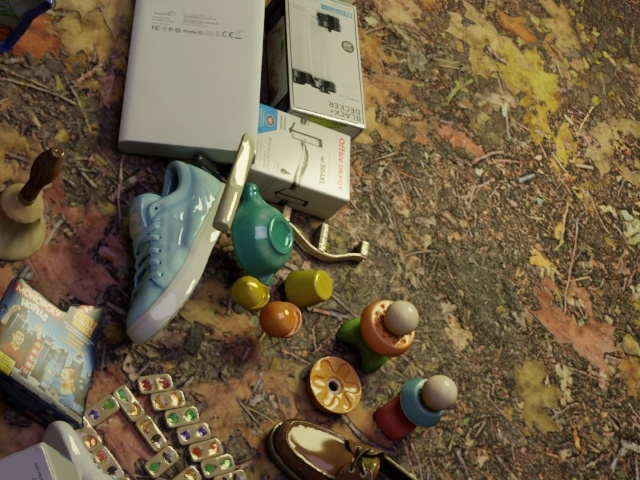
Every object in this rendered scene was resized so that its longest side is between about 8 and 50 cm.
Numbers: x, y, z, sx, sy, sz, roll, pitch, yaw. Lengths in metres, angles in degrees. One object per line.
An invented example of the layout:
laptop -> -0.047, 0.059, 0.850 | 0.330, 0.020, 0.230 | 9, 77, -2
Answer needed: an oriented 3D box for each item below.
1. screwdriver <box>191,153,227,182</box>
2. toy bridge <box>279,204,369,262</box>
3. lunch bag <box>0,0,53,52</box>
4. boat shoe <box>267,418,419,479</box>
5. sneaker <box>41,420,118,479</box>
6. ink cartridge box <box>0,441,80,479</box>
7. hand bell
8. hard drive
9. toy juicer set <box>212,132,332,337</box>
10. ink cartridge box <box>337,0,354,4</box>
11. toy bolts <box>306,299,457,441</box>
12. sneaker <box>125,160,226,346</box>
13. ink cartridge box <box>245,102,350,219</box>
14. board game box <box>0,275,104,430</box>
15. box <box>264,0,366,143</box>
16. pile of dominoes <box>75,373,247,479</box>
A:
screwdriver -> -0.166, -0.100, 2.096 | 0.025, 0.024, 0.170 | -51, 135, -5
toy bridge -> 0.000, 0.000, 2.181 | 0.188, 0.026, 0.063 | 24, 56, -21
lunch bag -> -0.609, -0.536, 1.938 | 0.385, 0.239, 0.328 | 23, 56, -31
boat shoe -> 0.063, 0.370, 1.968 | 0.307, 0.104, 0.111 | 31, 52, -16
sneaker -> -0.328, 0.353, 1.747 | 0.094, 0.080, 0.212 | -19, 85, -47
ink cartridge box -> -0.443, 0.371, 1.476 | 0.307, 0.223, 0.129 | -21, 76, -8
hand bell -> -0.428, -0.076, 1.797 | 0.126, 0.242, 0.126 | 16, 57, -26
hard drive -> -0.221, -0.301, 2.137 | 0.233, 0.047, 0.353 | 5, 60, -6
toy juicer set -> -0.113, 0.017, 1.996 | 0.329, 0.089, 0.209 | 62, 38, -22
ink cartridge box -> -0.073, -0.572, 2.327 | 0.353, 0.207, 0.119 | 17, 58, -27
toy bolts -> 0.117, 0.230, 2.045 | 0.228, 0.158, 0.218 | 51, 49, 0
sneaker -> -0.261, 0.011, 1.942 | 0.150, 0.135, 0.366 | 34, 40, -12
ink cartridge box -> -0.050, -0.142, 2.187 | 0.203, 0.086, 0.148 | 16, 57, -25
board game box -> -0.405, 0.152, 1.786 | 0.194, 0.060, 0.194 | 43, 43, -26
box -> -0.011, -0.330, 2.315 | 0.169, 0.087, 0.290 | 13, 59, -27
pile of dominoes -> -0.234, 0.321, 1.841 | 0.196, 0.040, 0.251 | -35, 88, -40
